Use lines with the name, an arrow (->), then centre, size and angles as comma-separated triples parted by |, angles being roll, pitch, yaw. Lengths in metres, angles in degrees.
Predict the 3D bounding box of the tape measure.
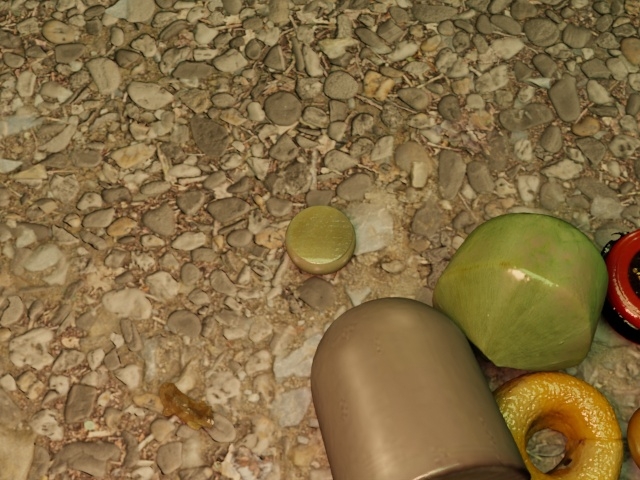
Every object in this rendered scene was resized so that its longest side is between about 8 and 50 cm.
tape measure -> 0.662, 0.082, 1.948 | 0.260, 0.114, 0.253 | -17, 64, -5

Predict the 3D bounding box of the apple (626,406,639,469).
apple -> 0.632, 0.354, 1.791 | 0.163, 0.146, 0.147 | -27, 62, -11

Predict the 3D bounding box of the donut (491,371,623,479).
donut -> 0.412, 0.367, 1.801 | 0.302, 0.110, 0.303 | 0, 64, -1

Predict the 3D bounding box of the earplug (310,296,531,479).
earplug -> 0.147, 0.290, 1.714 | 0.312, 0.313, 0.394 | -13, 54, -7

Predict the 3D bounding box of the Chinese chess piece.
Chinese chess piece -> 0.000, 0.000, 2.014 | 0.144, 0.058, 0.144 | -1, 64, 1

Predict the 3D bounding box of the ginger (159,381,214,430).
ginger -> -0.249, 0.312, 1.861 | 0.137, 0.044, 0.057 | 29, 96, 20

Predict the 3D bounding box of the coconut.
coconut -> 0.363, 0.103, 1.833 | 0.328, 0.281, 0.328 | 0, 45, 0
